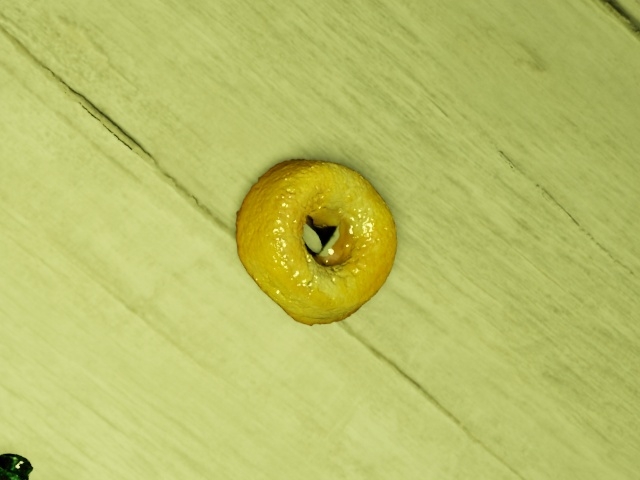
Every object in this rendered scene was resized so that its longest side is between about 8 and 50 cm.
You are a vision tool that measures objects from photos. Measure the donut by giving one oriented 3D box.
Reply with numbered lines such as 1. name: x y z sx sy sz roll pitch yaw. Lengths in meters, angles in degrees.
1. donut: -0.001 -0.002 2.049 0.253 0.118 0.253 4 84 -36

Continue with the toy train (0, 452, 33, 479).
1. toy train: -0.395 0.428 1.727 0.178 0.138 0.330 13 71 9
